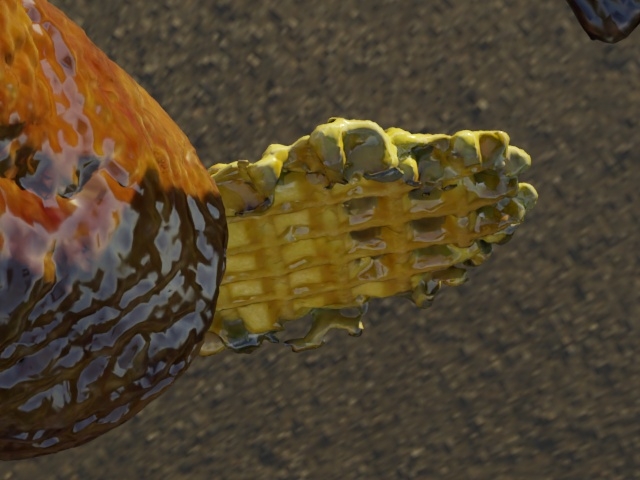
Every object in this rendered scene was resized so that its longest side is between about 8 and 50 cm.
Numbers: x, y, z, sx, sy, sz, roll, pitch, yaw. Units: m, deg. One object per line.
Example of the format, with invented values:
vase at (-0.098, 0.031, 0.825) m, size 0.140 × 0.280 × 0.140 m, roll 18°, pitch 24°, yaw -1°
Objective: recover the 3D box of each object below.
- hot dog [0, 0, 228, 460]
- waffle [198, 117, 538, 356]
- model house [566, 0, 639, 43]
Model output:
hot dog at (-0.199, -0.050, 0.936) m, size 0.387 × 0.174 × 0.267 m, roll 44°, pitch 33°, yaw -47°
waffle at (0.001, 0.003, 1.260) m, size 0.262 × 0.280 × 0.060 m, roll 11°, pitch 54°, yaw -37°
model house at (0.218, -0.285, 1.038) m, size 0.282 × 0.317 × 0.297 m, roll 21°, pitch 39°, yaw -36°
